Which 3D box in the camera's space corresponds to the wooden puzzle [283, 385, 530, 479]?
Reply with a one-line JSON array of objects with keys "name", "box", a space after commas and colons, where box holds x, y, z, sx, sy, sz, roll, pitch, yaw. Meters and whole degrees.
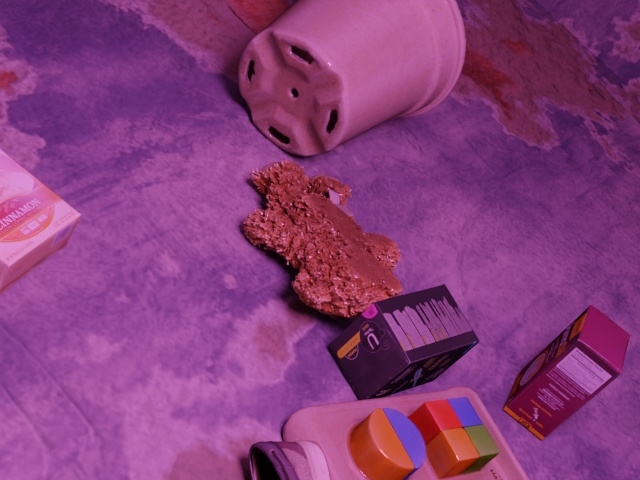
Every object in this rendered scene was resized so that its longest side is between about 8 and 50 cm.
[{"name": "wooden puzzle", "box": [0.160, 0.329, 1.275, 0.347, 0.080, 0.322, -2, 51, -40]}]

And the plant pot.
[{"name": "plant pot", "box": [0.031, -0.308, 1.699, 0.334, 0.334, 0.305, 43, 47, 7]}]

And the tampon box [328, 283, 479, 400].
[{"name": "tampon box", "box": [0.119, 0.145, 1.402, 0.161, 0.120, 0.101, -9, 61, -45]}]

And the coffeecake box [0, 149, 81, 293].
[{"name": "coffeecake box", "box": [-0.415, -0.039, 1.210, 0.185, 0.068, 0.142, 38, 37, 3]}]

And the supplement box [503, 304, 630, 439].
[{"name": "supplement box", "box": [0.373, 0.201, 1.498, 0.080, 0.188, 0.104, 38, 36, 2]}]

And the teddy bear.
[{"name": "teddy bear", "box": [0.000, 0.000, 1.500, 0.245, 0.113, 0.338, 4, 40, -46]}]

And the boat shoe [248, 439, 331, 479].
[{"name": "boat shoe", "box": [-0.027, 0.342, 1.096, 0.092, 0.103, 0.285, 12, 39, -23]}]
